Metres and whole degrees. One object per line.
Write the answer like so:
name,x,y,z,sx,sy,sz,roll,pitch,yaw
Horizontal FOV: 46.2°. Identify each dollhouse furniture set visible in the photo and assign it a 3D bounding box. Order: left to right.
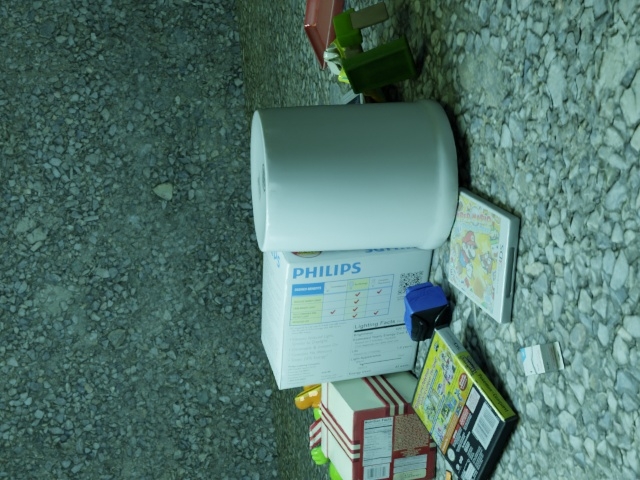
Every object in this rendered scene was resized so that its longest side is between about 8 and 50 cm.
dollhouse furniture set,0.158,-0.398,1.805,0.301,0.151,0.197,57,-161,-52

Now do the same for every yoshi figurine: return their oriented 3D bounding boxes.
yoshi figurine,0.047,0.570,2.134,0.362,0.204,0.203,58,156,-3

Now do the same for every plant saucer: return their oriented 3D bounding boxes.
plant saucer,0.013,-0.694,2.279,0.258,0.048,0.259,100,160,-44

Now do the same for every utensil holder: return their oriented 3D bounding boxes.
utensil holder,0.057,-0.135,1.606,0.327,0.386,0.327,177,90,-79

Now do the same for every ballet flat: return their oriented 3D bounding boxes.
ballet flat,0.052,-0.516,2.134,0.231,0.077,0.077,-111,21,-46

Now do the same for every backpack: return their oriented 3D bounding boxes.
backpack,0.233,0.159,1.664,0.101,0.098,0.120,-103,4,-46

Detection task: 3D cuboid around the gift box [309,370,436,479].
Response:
gift box,0.124,0.468,1.865,0.258,0.255,0.276,-140,53,-66

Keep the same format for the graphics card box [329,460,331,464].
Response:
graphics card box,0.083,0.577,2.360,0.233,0.094,0.370,159,106,-75

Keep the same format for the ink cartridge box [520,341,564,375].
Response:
ink cartridge box,0.375,0.201,1.272,0.083,0.028,0.048,132,131,-69

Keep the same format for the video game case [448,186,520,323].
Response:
video game case,0.311,0.023,1.457,0.227,0.026,0.206,-131,39,-66

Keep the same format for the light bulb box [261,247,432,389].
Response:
light bulb box,0.050,0.134,1.824,0.225,0.358,0.361,-122,31,-55

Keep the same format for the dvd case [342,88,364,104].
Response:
dvd case,0.107,-0.304,2.095,0.179,0.030,0.238,174,91,-75

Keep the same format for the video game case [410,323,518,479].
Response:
video game case,0.286,0.352,1.555,0.248,0.035,0.274,55,149,39

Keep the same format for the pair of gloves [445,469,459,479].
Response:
pair of gloves,0.302,0.565,1.700,0.083,0.010,0.074,-174,80,-74
